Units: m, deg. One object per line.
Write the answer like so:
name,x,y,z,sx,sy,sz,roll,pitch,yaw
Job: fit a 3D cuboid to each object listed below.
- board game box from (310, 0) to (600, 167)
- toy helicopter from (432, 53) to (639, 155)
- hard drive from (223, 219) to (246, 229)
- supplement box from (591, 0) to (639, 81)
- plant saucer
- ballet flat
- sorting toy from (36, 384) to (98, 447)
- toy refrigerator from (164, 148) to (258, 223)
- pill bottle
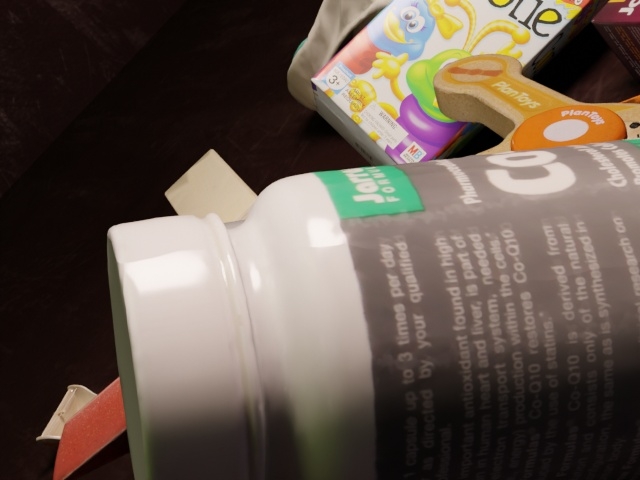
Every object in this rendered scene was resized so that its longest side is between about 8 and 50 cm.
board game box,0.139,-0.194,1.316,0.275,0.144,0.142,-45,-7,-4
toy helicopter,0.213,-0.097,1.072,0.235,0.140,0.355,-24,31,-13
hard drive,0.000,0.000,1.158,0.308,0.040,0.203,-10,8,-26
supplement box,0.338,-0.196,1.123,0.104,0.081,0.188,-47,22,-9
plant saucer,-0.097,0.105,1.163,0.259,0.047,0.258,-39,-10,28
ballet flat,0.052,-0.228,1.561,0.139,0.139,0.400,-55,-3,-26
sorting toy,-0.273,0.207,1.500,0.075,0.045,0.083,-16,33,36
toy refrigerator,-0.103,-0.016,1.525,0.094,0.102,0.269,-44,23,-1
pill bottle,0.069,0.055,0.747,0.361,0.204,0.204,-7,18,-13
